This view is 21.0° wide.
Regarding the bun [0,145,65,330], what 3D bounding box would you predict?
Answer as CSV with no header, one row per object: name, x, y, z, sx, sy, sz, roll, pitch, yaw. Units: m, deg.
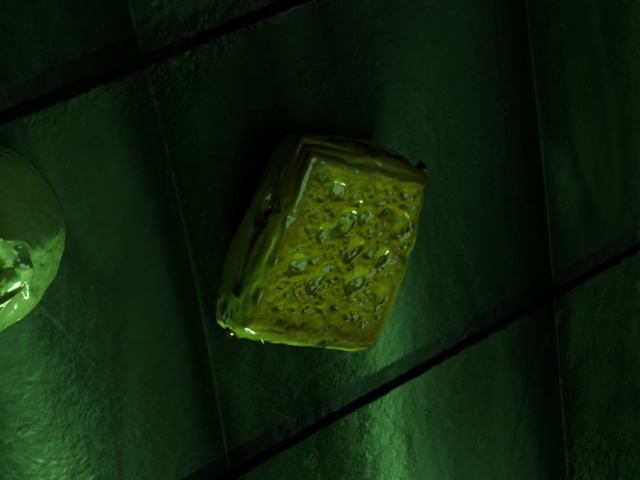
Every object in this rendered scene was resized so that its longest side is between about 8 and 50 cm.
bun,-0.323,0.011,1.557,0.222,0.127,0.222,-18,118,-37

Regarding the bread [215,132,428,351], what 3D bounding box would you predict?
bread,0.000,0.000,1.842,0.210,0.099,0.235,8,107,-39
